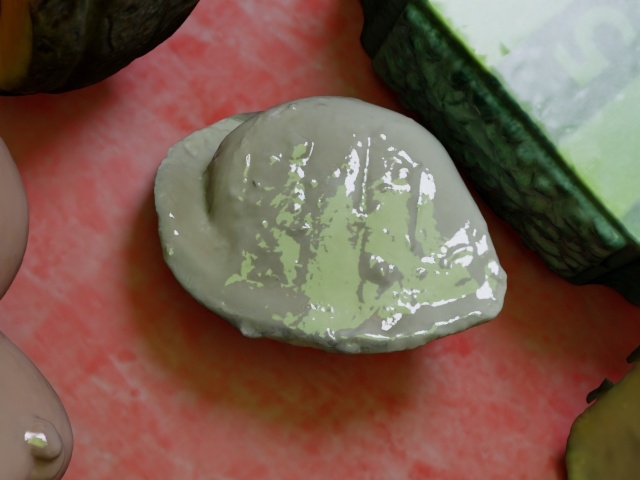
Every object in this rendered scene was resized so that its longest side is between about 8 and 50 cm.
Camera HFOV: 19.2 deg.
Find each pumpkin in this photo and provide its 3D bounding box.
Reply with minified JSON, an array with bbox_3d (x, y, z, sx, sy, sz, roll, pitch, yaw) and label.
[{"bbox_3d":[-0.131,-0.204,0.910,0.131,0.126,0.248,-21,83,-29],"label":"pumpkin"}]

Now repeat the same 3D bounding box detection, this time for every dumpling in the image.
[{"bbox_3d":[-0.001,-0.001,0.968,0.150,0.092,0.176,-40,88,-22],"label":"dumpling"}]

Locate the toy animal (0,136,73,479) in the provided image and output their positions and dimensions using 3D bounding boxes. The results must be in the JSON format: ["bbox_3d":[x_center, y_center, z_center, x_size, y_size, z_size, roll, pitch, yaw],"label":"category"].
[{"bbox_3d":[-0.212,0.045,0.848,0.221,0.210,0.229,40,105,6],"label":"toy animal"}]

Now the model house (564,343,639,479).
[{"bbox_3d":[0.316,0.155,0.944,0.266,0.261,0.321,-12,66,-29],"label":"model house"}]

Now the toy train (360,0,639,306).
[{"bbox_3d":[0.165,-0.119,1.006,0.238,0.167,0.299,-42,88,-13],"label":"toy train"}]
